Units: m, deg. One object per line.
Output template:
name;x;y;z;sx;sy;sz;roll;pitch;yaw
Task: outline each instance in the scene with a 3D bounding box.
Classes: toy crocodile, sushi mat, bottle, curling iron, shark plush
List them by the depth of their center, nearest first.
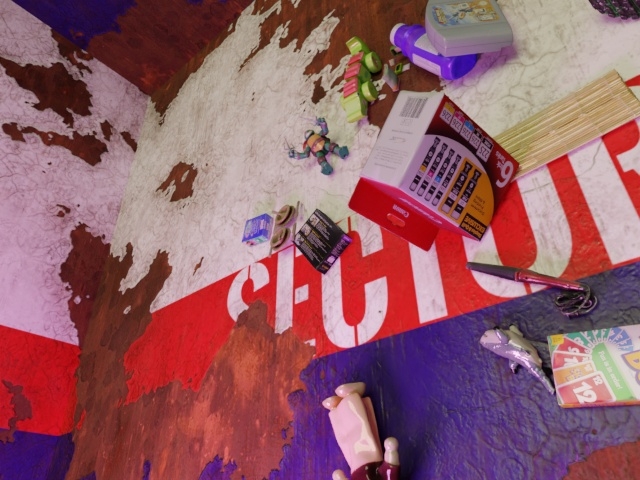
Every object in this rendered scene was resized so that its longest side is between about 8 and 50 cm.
shark plush;0.383;0.225;0.900;0.161;0.073;0.067;40;117;29
curling iron;0.409;0.084;0.952;0.274;0.035;0.068;23;83;49
sushi mat;0.528;-0.247;1.056;0.317;0.019;0.151;-29;49;30
bottle;0.316;-0.560;1.369;0.118;0.092;0.283;-35;50;-13
toy crocodile;0.124;-0.539;1.579;0.115;0.105;0.340;-14;57;40

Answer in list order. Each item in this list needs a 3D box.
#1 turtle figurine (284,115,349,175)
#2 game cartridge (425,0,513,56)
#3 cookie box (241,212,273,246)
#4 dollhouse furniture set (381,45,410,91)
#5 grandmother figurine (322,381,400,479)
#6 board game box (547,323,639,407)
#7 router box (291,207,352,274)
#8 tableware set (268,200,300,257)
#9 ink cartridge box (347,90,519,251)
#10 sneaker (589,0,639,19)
turtle figurine;-0.013;-0.324;1.573;0.234;0.118;0.175;48;117;33
game cartridge;0.391;-0.600;1.293;0.198;0.062;0.297;-2;47;4
cookie box;-0.221;-0.036;1.654;0.107;0.040;0.091;-16;55;38
dollhouse furniture set;0.247;-0.553;1.489;0.059;0.076;0.151;-9;59;39
grandmother figurine;0.102;0.472;0.973;0.207;0.104;0.342;118;146;-40
board game box;0.520;0.202;0.771;0.260;0.039;0.124;-17;55;34
router box;0.000;0.000;1.406;0.133;0.046;0.179;-51;40;7
tableware set;-0.131;-0.048;1.536;0.128;0.039;0.194;-34;34;34
ink cartridge box;0.249;-0.122;1.021;0.130;0.310;0.271;28;93;53
sneaker;0.749;-0.583;0.985;0.344;0.134;0.146;-8;53;32
